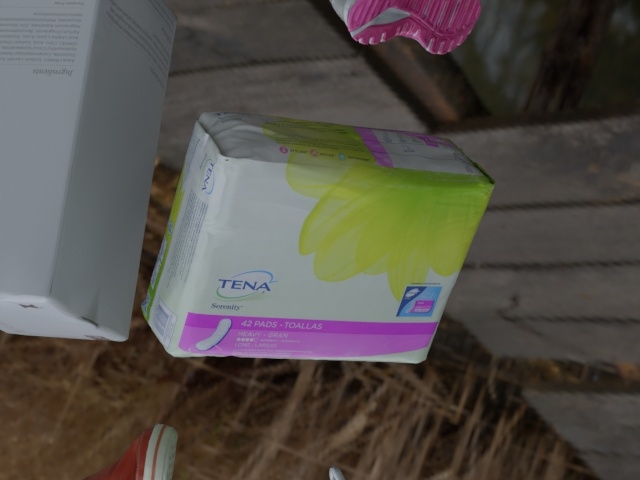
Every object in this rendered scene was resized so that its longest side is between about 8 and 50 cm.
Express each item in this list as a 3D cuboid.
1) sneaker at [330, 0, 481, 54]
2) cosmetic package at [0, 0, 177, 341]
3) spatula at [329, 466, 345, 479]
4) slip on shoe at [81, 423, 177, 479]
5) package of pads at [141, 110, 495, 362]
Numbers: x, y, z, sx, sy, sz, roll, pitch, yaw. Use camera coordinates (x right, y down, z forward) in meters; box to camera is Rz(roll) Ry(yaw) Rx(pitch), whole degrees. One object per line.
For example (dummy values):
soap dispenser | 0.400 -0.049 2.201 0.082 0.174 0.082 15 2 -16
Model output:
sneaker | 0.118 -0.333 1.820 0.252 0.103 0.111 2 -143 -40
cosmetic package | -0.274 -0.101 1.356 0.156 0.385 0.217 5 164 15
spatula | 0.047 0.320 1.090 0.242 0.019 0.168 60 155 22
slip on shoe | -0.242 0.303 1.413 0.101 0.123 0.331 24 133 -16
package of pads | 0.000 0.000 1.249 0.296 0.229 0.101 3 -149 -27
